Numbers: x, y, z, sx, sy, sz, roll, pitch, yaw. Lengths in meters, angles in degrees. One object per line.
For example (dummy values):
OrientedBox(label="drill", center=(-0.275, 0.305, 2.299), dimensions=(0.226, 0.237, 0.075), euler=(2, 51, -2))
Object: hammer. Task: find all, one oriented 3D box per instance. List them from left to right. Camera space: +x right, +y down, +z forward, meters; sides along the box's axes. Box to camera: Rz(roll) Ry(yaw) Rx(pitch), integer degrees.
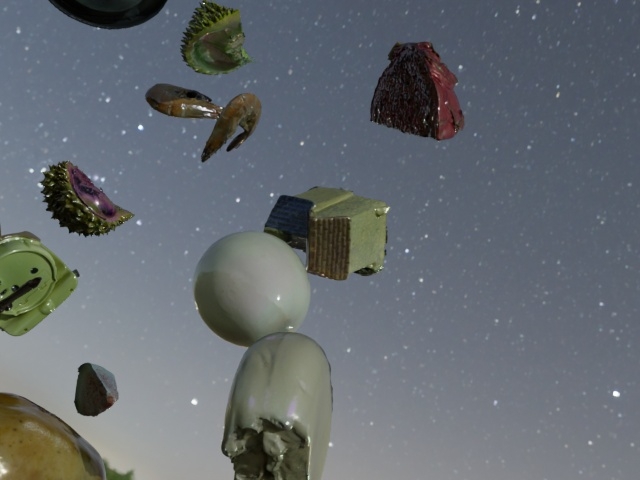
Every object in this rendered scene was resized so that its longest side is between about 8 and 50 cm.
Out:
OrientedBox(label="hammer", center=(-0.500, 0.092, 1.002), dimensions=(0.178, 0.065, 0.021), euler=(-23, -98, 38))

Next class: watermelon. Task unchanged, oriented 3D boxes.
OrientedBox(label="watermelon", center=(-0.481, 0.325, 1.327), dimensions=(0.081, 0.094, 0.180), euler=(0, -29, -33))

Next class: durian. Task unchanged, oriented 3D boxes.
OrientedBox(label="durian", center=(-0.473, -0.058, 1.202), dimensions=(0.187, 0.119, 0.108), euler=(46, 4, -26))
OrientedBox(label="durian", center=(-0.280, -0.532, 1.677), dimensions=(0.169, 0.158, 0.352), euler=(25, -6, 0))

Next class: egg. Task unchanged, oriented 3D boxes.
OrientedBox(label="egg", center=(-0.161, 0.120, 1.490), dimensions=(0.283, 0.283, 0.345), euler=(44, -6, -26))

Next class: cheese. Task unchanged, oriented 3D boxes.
OrientedBox(label="cheese", center=(-0.058, 0.267, 0.865), dimensions=(0.127, 0.233, 0.266), euler=(4, -53, 10))

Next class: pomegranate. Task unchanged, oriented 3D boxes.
OrientedBox(label="pomegranate", center=(-0.506, 0.404, 0.950), dimensions=(0.332, 0.332, 0.332), euler=(22, -29, 13))

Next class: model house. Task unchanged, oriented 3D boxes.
OrientedBox(label="model house", center=(0.000, 0.000, 1.751), dimensions=(0.321, 0.266, 0.261), euler=(15, -67, 36))

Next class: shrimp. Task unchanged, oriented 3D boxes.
OrientedBox(label="shrimp", center=(-0.406, -0.434, 1.948), dimensions=(0.287, 0.152, 0.063), euler=(7, -49, -21))
OrientedBox(label="shrimp", center=(-0.244, -0.300, 1.695), dimensions=(0.053, 0.236, 0.133), euler=(41, 9, 24))

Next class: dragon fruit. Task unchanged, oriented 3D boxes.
OrientedBox(label="dragon fruit", center=(0.253, -0.353, 1.428), dimensions=(0.317, 0.152, 0.205), euler=(-140, -133, -60))

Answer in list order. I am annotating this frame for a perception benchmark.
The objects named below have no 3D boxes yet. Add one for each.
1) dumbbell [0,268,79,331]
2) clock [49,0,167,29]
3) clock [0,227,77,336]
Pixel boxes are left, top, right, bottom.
OrientedBox(label="dumbbell", center=(-0.635, 0.129, 1.317), dimensions=(0.081, 0.254, 0.082), euler=(36, -37, 34))
OrientedBox(label="clock", center=(-0.343, -0.437, 0.979), dimensions=(0.215, 0.042, 0.215), euler=(-7, -35, -5))
OrientedBox(label="clock", center=(-0.591, 0.062, 1.178), dimensions=(0.069, 0.170, 0.232), euler=(28, -26, 37))
